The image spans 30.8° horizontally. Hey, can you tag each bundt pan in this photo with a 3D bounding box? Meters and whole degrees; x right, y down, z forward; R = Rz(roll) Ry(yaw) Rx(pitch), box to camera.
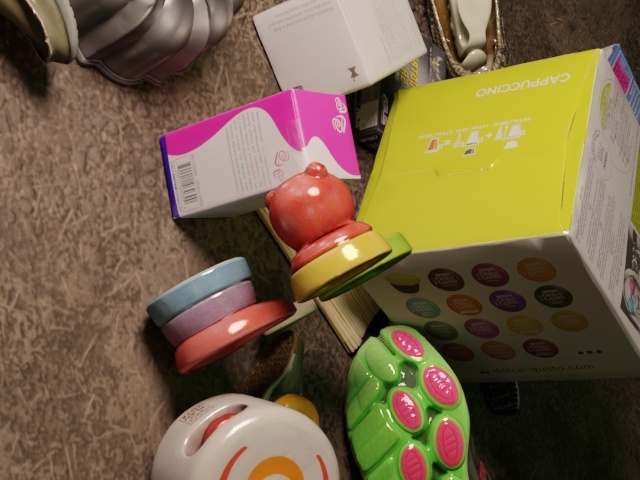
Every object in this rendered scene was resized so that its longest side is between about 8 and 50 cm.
[{"bbox_3d":[-0.212,-0.362,1.420,0.330,0.124,0.331,22,61,-48],"label":"bundt pan"}]

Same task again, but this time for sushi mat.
[{"bbox_3d":[0.000,0.000,1.662,0.317,0.019,0.151,57,40,-23],"label":"sushi mat"}]

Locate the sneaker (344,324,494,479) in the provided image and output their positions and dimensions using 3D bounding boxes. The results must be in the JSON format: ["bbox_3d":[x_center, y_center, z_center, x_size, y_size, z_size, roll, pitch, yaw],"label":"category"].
[{"bbox_3d":[0.167,0.356,1.670,0.202,0.185,0.483,104,-36,-86],"label":"sneaker"}]

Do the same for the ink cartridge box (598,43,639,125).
[{"bbox_3d":[0.491,-0.129,2.128,0.395,0.270,0.151,58,42,-22],"label":"ink cartridge box"}]

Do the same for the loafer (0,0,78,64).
[{"bbox_3d":[-0.357,-0.289,1.252,0.087,0.094,0.251,-40,102,-24],"label":"loafer"}]

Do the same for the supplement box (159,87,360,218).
[{"bbox_3d":[-0.076,-0.102,1.428,0.114,0.220,0.111,-3,82,-52],"label":"supplement box"}]

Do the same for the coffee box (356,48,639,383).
[{"bbox_3d":[0.286,-0.023,1.686,0.334,0.337,0.338,50,45,-39],"label":"coffee box"}]

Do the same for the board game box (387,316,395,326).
[{"bbox_3d":[0.143,0.108,1.776,0.124,0.039,0.260,-35,114,-56],"label":"board game box"}]

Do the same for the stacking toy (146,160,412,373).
[{"bbox_3d":[-0.048,0.025,1.392,0.130,0.309,0.279,61,21,6],"label":"stacking toy"}]

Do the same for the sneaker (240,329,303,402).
[{"bbox_3d":[-0.056,0.216,1.484,0.086,0.064,0.192,48,51,-33],"label":"sneaker"}]

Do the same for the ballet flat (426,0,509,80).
[{"bbox_3d":[0.237,-0.487,1.982,0.182,0.164,0.483,-19,98,-89],"label":"ballet flat"}]

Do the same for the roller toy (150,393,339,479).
[{"bbox_3d":[-0.089,0.273,1.326,0.191,0.146,0.209,14,85,-31],"label":"roller toy"}]

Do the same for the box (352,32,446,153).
[{"bbox_3d":[0.130,-0.237,1.874,0.183,0.056,0.231,28,58,-44],"label":"box"}]

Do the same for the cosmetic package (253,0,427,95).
[{"bbox_3d":[0.031,-0.298,1.687,0.183,0.151,0.152,-36,107,-52],"label":"cosmetic package"}]

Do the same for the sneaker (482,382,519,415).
[{"bbox_3d":[0.309,0.214,1.956,0.073,0.063,0.162,-8,85,-56],"label":"sneaker"}]
